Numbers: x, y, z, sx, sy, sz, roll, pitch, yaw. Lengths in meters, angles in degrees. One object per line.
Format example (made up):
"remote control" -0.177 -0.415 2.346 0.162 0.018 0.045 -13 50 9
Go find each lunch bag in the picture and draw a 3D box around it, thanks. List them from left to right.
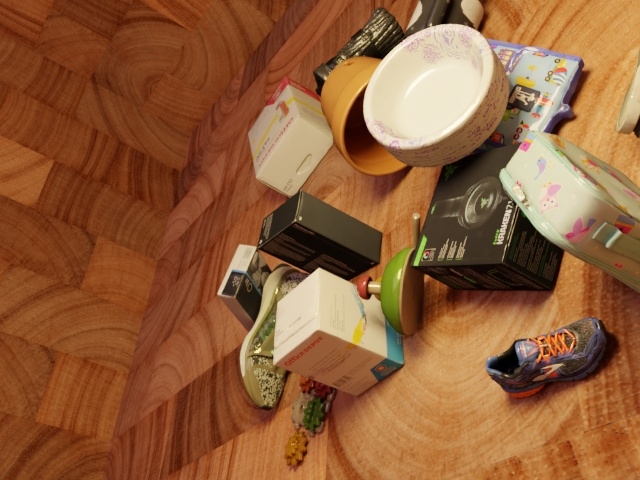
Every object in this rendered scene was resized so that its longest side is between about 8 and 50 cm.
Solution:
"lunch bag" 0.406 -0.285 1.401 0.293 0.138 0.221 31 93 52
"lunch bag" 0.398 -0.036 0.965 0.108 0.279 0.224 -54 29 28

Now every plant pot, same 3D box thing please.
"plant pot" 0.133 -0.338 1.692 0.291 0.290 0.203 -56 42 16

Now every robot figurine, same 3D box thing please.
"robot figurine" 0.312 -0.548 1.729 0.173 0.209 0.278 20 87 53

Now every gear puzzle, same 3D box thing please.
"gear puzzle" -0.030 0.387 1.657 0.175 0.044 0.339 -3 64 61

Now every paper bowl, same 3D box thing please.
"paper bowl" 0.241 -0.278 1.353 0.284 0.148 0.284 -17 57 29

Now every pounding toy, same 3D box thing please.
"pounding toy" 0.151 0.081 1.417 0.110 0.183 0.237 4 54 22

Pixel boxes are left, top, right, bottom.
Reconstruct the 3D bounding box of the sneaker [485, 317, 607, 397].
"sneaker" 0.355 0.186 1.064 0.221 0.087 0.083 -43 33 37

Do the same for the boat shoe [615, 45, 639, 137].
"boat shoe" 0.578 -0.310 1.097 0.116 0.096 0.325 67 -137 -68

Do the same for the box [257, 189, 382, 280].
"box" 0.000 0.000 1.710 0.184 0.261 0.103 -31 41 48

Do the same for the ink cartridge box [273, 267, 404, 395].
"ink cartridge box" 0.038 0.205 1.479 0.171 0.232 0.168 -42 33 37

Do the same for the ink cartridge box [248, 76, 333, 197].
"ink cartridge box" -0.114 -0.378 2.399 0.279 0.160 0.385 -53 27 22

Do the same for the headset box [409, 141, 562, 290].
"headset box" 0.325 -0.039 1.282 0.283 0.131 0.246 -5 61 62

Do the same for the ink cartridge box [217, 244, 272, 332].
"ink cartridge box" -0.180 0.169 1.919 0.065 0.333 0.165 8 61 22

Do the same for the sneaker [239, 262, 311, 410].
"sneaker" -0.089 0.253 1.805 0.182 0.158 0.411 -6 64 44

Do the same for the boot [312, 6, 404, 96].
"boot" 0.118 -0.484 1.881 0.260 0.131 0.348 -45 -4 0
